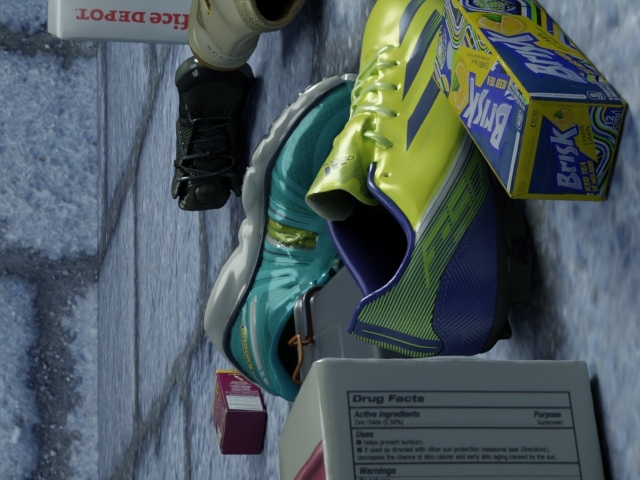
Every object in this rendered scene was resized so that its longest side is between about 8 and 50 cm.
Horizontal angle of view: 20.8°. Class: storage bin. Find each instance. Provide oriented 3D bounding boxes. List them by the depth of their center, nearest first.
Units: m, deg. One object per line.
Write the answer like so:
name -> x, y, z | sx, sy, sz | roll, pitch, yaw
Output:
storage bin -> 0.035, 0.071, 1.192 | 0.091, 0.098, 0.135 | 124, 147, -49

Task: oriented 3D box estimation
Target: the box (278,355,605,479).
box -> 0.065, 0.188, 0.897 | 0.127, 0.148, 0.232 | 113, 155, -61

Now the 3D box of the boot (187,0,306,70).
boot -> -0.060, -0.305, 1.644 | 0.203, 0.095, 0.262 | 162, 117, -72

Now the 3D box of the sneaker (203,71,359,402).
sneaker -> 0.000, 0.000, 1.356 | 0.110, 0.107, 0.275 | 41, 125, 40

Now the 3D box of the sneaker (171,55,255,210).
sneaker -> -0.116, -0.112, 1.883 | 0.227, 0.087, 0.130 | 114, 153, -66

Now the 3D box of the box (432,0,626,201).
box -> 0.109, -0.082, 0.952 | 0.169, 0.054, 0.059 | -113, 28, -60

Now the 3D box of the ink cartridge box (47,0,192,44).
ink cartridge box -> -0.199, -0.369, 2.000 | 0.121, 0.211, 0.289 | -145, 57, -73

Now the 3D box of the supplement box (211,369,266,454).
supplement box -> -0.085, 0.175, 1.789 | 0.083, 0.043, 0.055 | -111, 26, -61

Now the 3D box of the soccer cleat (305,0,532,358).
soccer cleat -> 0.048, -0.055, 1.066 | 0.093, 0.121, 0.289 | 106, 161, -49
